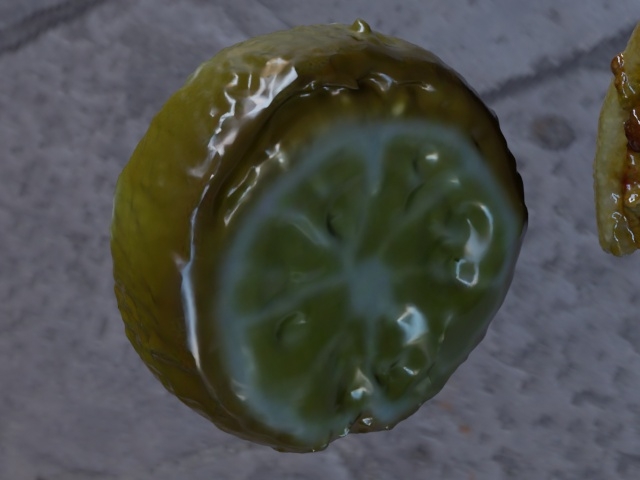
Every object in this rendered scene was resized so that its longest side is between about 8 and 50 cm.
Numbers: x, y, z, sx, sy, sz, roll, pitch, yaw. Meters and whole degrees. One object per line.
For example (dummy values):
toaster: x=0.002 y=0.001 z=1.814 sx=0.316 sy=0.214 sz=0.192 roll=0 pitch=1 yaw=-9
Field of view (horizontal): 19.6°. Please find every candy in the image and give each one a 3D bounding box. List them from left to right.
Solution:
candy: x=0.000 y=0.000 z=1.093 sx=0.118 sy=0.260 sz=0.260 roll=26 pitch=90 yaw=53

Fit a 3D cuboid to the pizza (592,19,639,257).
pizza: x=0.304 y=-0.086 z=1.282 sx=0.226 sy=0.086 sz=0.335 roll=49 pitch=132 yaw=21
